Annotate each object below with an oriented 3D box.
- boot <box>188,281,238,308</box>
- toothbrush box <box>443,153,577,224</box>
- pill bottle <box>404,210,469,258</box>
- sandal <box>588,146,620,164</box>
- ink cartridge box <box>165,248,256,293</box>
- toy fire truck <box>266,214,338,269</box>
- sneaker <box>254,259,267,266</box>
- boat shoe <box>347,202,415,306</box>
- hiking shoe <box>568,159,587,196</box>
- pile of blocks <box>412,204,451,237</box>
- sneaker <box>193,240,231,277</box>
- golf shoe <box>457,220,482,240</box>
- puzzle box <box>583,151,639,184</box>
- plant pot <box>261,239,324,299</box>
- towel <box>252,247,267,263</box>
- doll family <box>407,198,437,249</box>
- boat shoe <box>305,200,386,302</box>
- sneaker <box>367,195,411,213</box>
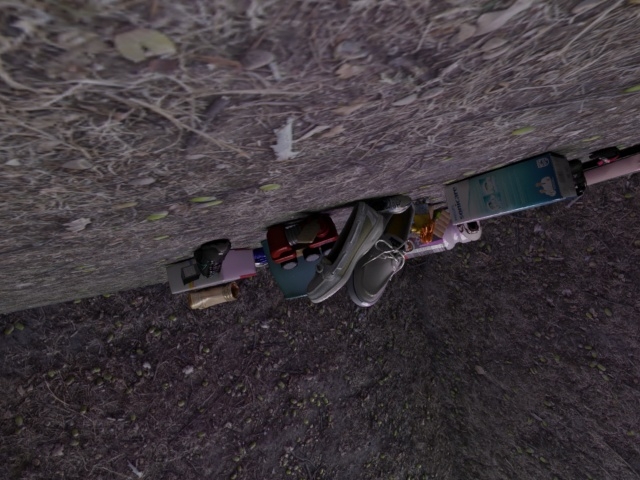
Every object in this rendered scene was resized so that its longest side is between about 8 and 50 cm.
[{"bbox_3d":[-0.472,0.247,1.855,0.204,0.095,0.262,-14,174,-2],"label":"boot"},{"bbox_3d":[0.548,-0.141,1.178,0.296,0.126,0.217,-17,175,42],"label":"toothbrush box"},{"bbox_3d":[0.565,-0.039,2.075,0.363,0.210,0.210,-15,175,24],"label":"pill bottle"},{"bbox_3d":[0.879,-0.254,1.238,0.179,0.040,0.067,-9,175,-42],"label":"sandal"},{"bbox_3d":[-0.468,0.129,1.748,0.307,0.131,0.226,-16,175,29],"label":"ink cartridge box"},{"bbox_3d":[-0.064,-0.006,1.219,0.217,0.158,0.246,-18,155,7],"label":"toy fire truck"},{"bbox_3d":[-0.358,0.105,2.116,0.235,0.078,0.106,-10,178,-7],"label":"sneaker"},{"bbox_3d":[0.205,0.024,1.201,0.156,0.136,0.367,-28,-150,58],"label":"boat shoe"},{"bbox_3d":[0.841,-0.199,1.367,0.086,0.114,0.227,-15,176,28],"label":"hiking shoe"},{"bbox_3d":[0.377,-0.082,1.653,0.363,0.148,0.113,-7,-158,-36],"label":"pile of blocks"},{"bbox_3d":[-0.361,0.066,1.387,0.101,0.106,0.267,-9,173,-28],"label":"sneaker"},{"bbox_3d":[0.674,-0.066,1.825,0.105,0.120,0.272,-19,137,18],"label":"golf shoe"},{"bbox_3d":[1.038,-0.253,1.477,0.272,0.052,0.409,-19,178,-22],"label":"puzzle box"},{"bbox_3d":[-0.085,0.102,1.671,0.272,0.255,0.271,-13,176,-1],"label":"plant pot"},{"bbox_3d":[-0.164,0.056,1.986,0.309,0.076,0.227,-12,172,4],"label":"towel"},{"bbox_3d":[0.301,-0.050,1.407,0.263,0.163,0.118,-12,176,-7],"label":"doll family"},{"bbox_3d":[0.054,0.037,1.157,0.320,0.103,0.118,-51,-163,11],"label":"boat shoe"},{"bbox_3d":[0.200,-0.102,1.177,0.136,0.052,0.058,-14,172,6],"label":"sneaker"}]
